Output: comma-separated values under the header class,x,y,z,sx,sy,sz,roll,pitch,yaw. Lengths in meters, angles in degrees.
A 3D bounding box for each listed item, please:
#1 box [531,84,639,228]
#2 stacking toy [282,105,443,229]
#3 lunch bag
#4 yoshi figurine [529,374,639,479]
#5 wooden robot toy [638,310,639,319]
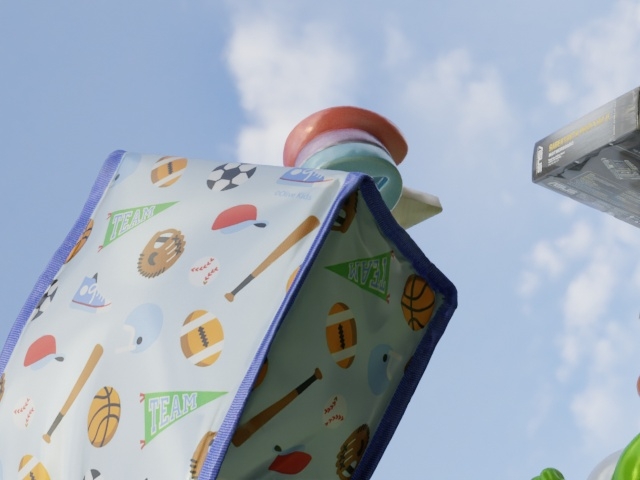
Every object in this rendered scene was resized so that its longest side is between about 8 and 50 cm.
class,x,y,z,sx,sy,sz,roll,pitch,yaw
box,0.382,-0.079,1.667,0.231,0.183,0.056,20,-117,-24
stacking toy,0.000,0.000,1.810,0.309,0.130,0.279,-33,-42,20
lunch bag,-0.111,0.139,1.307,0.239,0.327,0.385,48,-120,-39
yoshi figurine,0.256,0.283,1.466,0.203,0.203,0.362,32,-88,-15
wooden robot toy,0.465,0.095,1.827,0.173,0.079,0.076,-4,-93,-16
